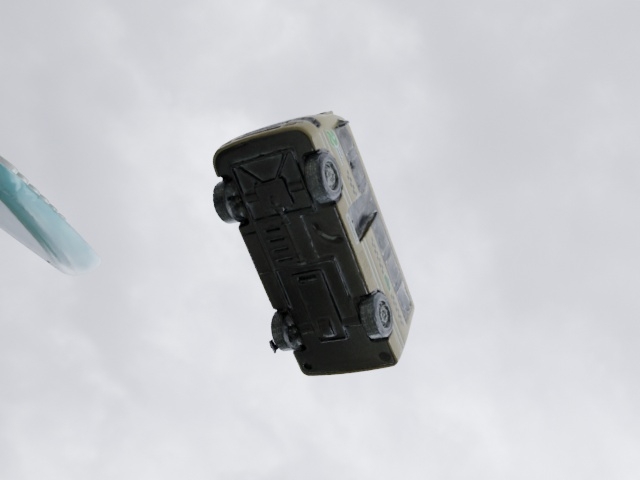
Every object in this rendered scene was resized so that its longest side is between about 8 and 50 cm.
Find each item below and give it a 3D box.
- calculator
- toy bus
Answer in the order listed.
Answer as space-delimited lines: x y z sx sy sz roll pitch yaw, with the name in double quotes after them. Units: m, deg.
-0.399 -0.068 0.846 0.256 0.386 0.054 34 -109 8 "calculator"
0.000 0.000 0.997 0.177 0.202 0.365 -11 -69 27 "toy bus"
